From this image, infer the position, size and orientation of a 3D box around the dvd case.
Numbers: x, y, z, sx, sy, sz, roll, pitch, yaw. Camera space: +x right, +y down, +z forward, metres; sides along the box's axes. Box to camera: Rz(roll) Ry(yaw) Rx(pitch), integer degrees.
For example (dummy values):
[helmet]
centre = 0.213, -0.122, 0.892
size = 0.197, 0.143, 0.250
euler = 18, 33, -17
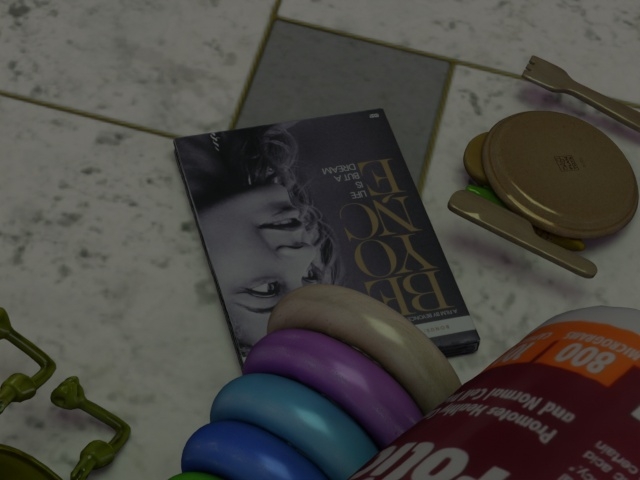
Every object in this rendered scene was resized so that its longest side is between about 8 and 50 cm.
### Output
[dvd case]
centre = 0.000, 0.000, 1.099
size = 0.164, 0.018, 0.221
euler = -9, 54, -15

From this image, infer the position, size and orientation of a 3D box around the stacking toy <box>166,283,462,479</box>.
[stacking toy]
centre = -0.055, 0.180, 0.886
size = 0.141, 0.141, 0.330
euler = 31, 58, 16

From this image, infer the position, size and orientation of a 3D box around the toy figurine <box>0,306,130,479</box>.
[toy figurine]
centre = -0.313, 0.112, 0.905
size = 0.362, 0.217, 0.191
euler = 45, 28, -27

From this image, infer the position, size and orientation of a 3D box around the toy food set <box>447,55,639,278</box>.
[toy food set]
centre = 0.172, -0.047, 1.153
size = 0.132, 0.038, 0.192
euler = 29, 48, 6

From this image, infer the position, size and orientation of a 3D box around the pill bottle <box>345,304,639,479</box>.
[pill bottle]
centre = 0.067, 0.220, 0.780
size = 0.224, 0.224, 0.392
euler = 41, 54, 22
